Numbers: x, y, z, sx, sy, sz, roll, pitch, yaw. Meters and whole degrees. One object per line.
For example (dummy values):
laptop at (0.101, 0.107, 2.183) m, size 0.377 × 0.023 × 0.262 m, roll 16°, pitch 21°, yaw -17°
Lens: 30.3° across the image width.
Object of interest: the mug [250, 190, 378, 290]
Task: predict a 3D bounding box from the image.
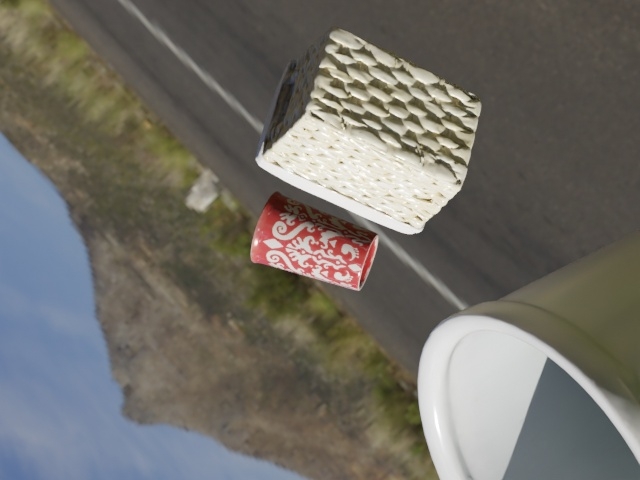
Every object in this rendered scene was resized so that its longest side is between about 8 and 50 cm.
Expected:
mug at (0.000, -0.006, 1.789) m, size 0.169 × 0.150 × 0.113 m, roll 19°, pitch 134°, yaw 11°

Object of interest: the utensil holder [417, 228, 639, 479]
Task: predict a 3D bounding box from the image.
utensil holder at (0.338, 0.138, 1.080) m, size 0.327 × 0.385 × 0.328 m, roll 44°, pitch 148°, yaw 38°

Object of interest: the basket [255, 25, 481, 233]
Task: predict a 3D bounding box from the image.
basket at (0.046, -0.096, 1.030) m, size 0.167 × 0.113 × 0.103 m, roll 24°, pitch 151°, yaw -16°
